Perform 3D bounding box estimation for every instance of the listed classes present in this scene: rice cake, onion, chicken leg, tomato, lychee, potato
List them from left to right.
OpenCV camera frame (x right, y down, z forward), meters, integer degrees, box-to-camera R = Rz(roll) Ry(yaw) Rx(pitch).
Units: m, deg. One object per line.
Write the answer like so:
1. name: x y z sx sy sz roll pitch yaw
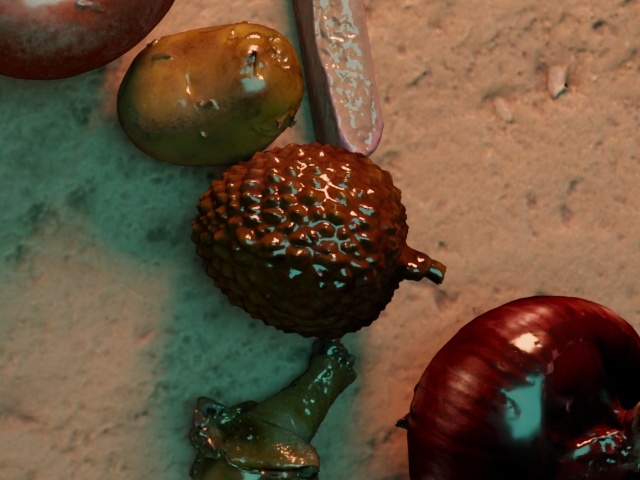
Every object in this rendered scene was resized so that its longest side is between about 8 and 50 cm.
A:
1. tomato: -0.242 -0.279 1.241 0.270 0.227 0.270 0 100 -2
2. potato: -0.101 -0.136 1.329 0.176 0.137 0.137 -8 88 5
3. chicken leg: -0.037 0.178 1.350 0.196 0.080 0.125 -27 81 -17
4. lychee: 0.000 0.000 1.307 0.238 0.200 0.200 11 83 5
5. rice cake: 0.006 -0.267 1.394 0.064 0.070 0.399 -9 90 -19
6. onion: 0.227 0.181 1.329 0.273 0.285 0.273 -6 100 -38
